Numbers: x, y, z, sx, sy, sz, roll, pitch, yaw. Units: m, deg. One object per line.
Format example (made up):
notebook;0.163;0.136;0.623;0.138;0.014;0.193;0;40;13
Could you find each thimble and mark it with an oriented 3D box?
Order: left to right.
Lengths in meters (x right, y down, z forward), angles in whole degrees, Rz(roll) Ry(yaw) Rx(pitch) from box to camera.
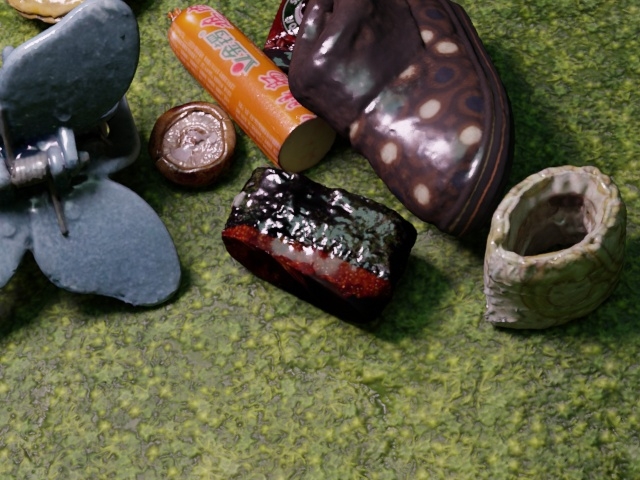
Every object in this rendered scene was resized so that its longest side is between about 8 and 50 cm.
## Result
thimble;0.263;0.013;1.642;0.190;0.143;0.137;-30;59;-11

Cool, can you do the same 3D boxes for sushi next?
sushi;0.000;0.000;1.693;0.225;0.136;0.126;26;72;17

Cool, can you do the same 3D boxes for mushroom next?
mushroom;-0.164;-0.123;1.846;0.123;0.052;0.123;-2;64;5

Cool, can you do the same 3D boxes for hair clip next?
hair clip;-0.363;-0.114;1.728;0.318;0.392;0.238;-14;29;-10

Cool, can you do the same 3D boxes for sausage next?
sausage;-0.107;-0.217;1.876;0.093;0.093;0.312;-34;59;-14

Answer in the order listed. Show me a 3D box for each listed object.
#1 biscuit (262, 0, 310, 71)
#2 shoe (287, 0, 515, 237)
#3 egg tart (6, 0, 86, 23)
biscuit;0.009;-0.328;1.952;0.151;0.063;0.235;-2;60;21
shoe;0.085;-0.177;1.718;0.237;0.171;0.384;11;43;-21
egg tart;-0.346;-0.392;2.018;0.241;0.106;0.241;-5;57;8
